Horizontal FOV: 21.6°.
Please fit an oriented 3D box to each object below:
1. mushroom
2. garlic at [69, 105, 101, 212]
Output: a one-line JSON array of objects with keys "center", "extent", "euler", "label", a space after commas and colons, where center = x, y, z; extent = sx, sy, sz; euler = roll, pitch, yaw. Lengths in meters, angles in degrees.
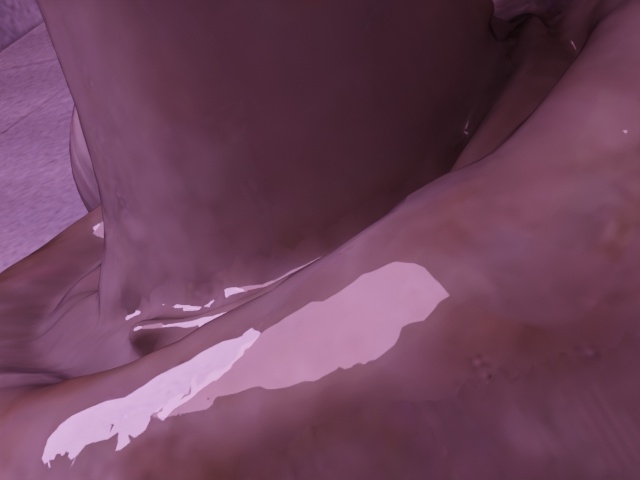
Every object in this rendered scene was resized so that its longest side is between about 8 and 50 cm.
[{"center": [0.000, 0.000, 0.444], "extent": [0.297, 0.290, 0.297], "euler": [-27, 16, 9], "label": "mushroom"}, {"center": [-0.004, -0.083, 0.702], "extent": [0.245, 0.253, 0.245], "euler": [-22, -29, -13], "label": "garlic"}]
